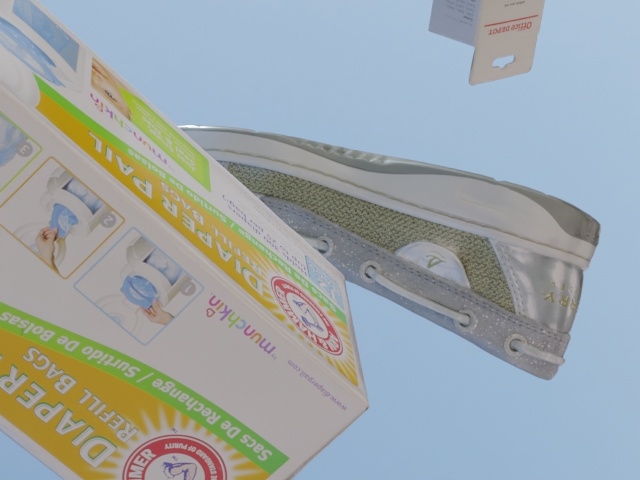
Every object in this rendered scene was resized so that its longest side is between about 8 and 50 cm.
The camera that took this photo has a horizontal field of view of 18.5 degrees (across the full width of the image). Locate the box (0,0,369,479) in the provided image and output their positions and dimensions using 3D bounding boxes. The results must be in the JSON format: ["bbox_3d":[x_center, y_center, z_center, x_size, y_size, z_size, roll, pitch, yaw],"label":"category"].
[{"bbox_3d":[-0.089,0.010,0.750,0.203,0.103,0.114,42,-164,-22],"label":"box"}]

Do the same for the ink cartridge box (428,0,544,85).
[{"bbox_3d":[0.159,-0.243,1.824,0.104,0.060,0.180,-16,-58,-46],"label":"ink cartridge box"}]

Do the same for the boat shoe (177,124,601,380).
[{"bbox_3d":[0.002,0.001,1.149,0.118,0.320,0.103,25,-103,-67],"label":"boat shoe"}]
